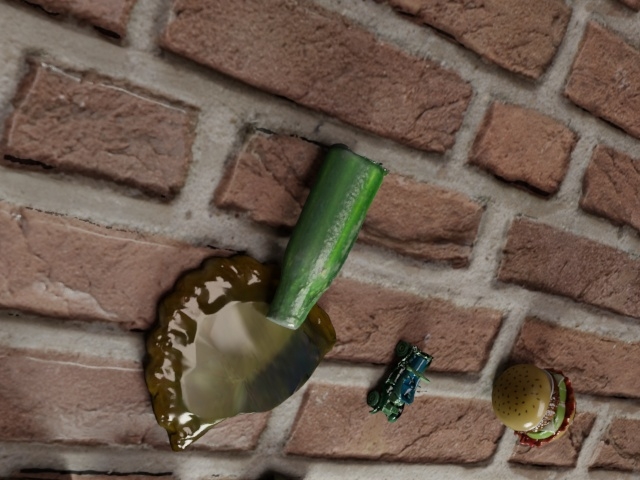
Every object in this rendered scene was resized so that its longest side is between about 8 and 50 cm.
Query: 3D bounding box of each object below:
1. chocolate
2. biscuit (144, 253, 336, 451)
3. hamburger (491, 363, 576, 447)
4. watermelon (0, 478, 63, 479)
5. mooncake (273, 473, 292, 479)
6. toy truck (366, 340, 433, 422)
[{"bbox_3d":[0.000,0.000,1.280,0.110,0.110,0.291,33,78,-38],"label":"chocolate"},{"bbox_3d":[-0.135,0.195,1.314,0.329,0.078,0.335,26,90,-34],"label":"biscuit"},{"bbox_3d":[0.437,0.331,1.705,0.137,0.175,0.175,32,89,-32],"label":"hamburger"},{"bbox_3d":[-0.415,0.431,1.179,0.260,0.176,0.256,11,140,-38],"label":"watermelon"},{"bbox_3d":[-0.074,0.485,1.469,0.125,0.073,0.130,-50,129,-11],"label":"mooncake"},{"bbox_3d":[0.160,0.274,1.544,0.080,0.078,0.154,32,89,-37],"label":"toy truck"}]
